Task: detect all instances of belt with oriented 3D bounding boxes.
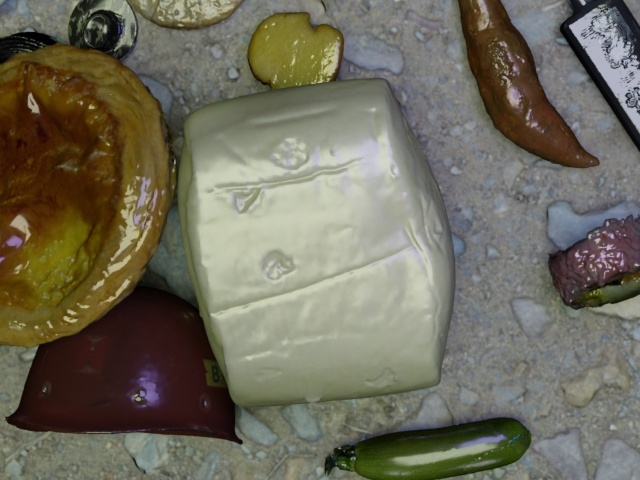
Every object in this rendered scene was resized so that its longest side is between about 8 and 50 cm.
[{"bbox_3d":[-0.429,-0.238,1.864,0.198,0.078,0.151,29,107,-1],"label":"belt"}]

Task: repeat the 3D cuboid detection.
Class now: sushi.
[{"bbox_3d":[0.450,0.035,1.811,0.241,0.161,0.107,-9,73,-35],"label":"sushi"}]

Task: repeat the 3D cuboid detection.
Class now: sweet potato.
[{"bbox_3d":[0.280,-0.238,1.804,0.106,0.095,0.354,-31,92,12],"label":"sweet potato"}]

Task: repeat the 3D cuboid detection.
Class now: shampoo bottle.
[{"bbox_3d":[0.439,-0.276,1.800,0.098,0.071,0.309,-34,91,11],"label":"shampoo bottle"}]

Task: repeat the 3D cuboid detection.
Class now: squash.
[{"bbox_3d":[0.164,0.331,1.890,0.331,0.087,0.087,-8,96,7],"label":"squash"}]

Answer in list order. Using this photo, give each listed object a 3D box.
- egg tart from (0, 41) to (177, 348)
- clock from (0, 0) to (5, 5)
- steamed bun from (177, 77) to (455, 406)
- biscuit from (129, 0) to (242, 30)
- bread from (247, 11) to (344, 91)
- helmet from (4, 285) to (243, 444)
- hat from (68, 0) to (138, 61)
[{"bbox_3d":[-0.385,-0.063,1.740,0.443,0.178,0.443,-5,76,21],"label":"egg tart"},{"bbox_3d":[-0.559,-0.451,1.863,0.236,0.053,0.236,1,96,7],"label":"clock"},{"bbox_3d":[0.000,0.000,1.762,0.371,0.290,0.456,-8,101,0],"label":"steamed bun"},{"bbox_3d":[-0.204,-0.427,1.849,0.220,0.033,0.220,1,98,5],"label":"biscuit"},{"bbox_3d":[-0.045,-0.255,1.848,0.149,0.065,0.188,27,102,12],"label":"bread"},{"bbox_3d":[-0.281,0.179,1.790,0.337,0.385,0.230,2,78,16],"label":"helmet"},{"bbox_3d":[-0.338,-0.324,1.863,0.121,0.050,0.121,1,100,3],"label":"hat"}]
